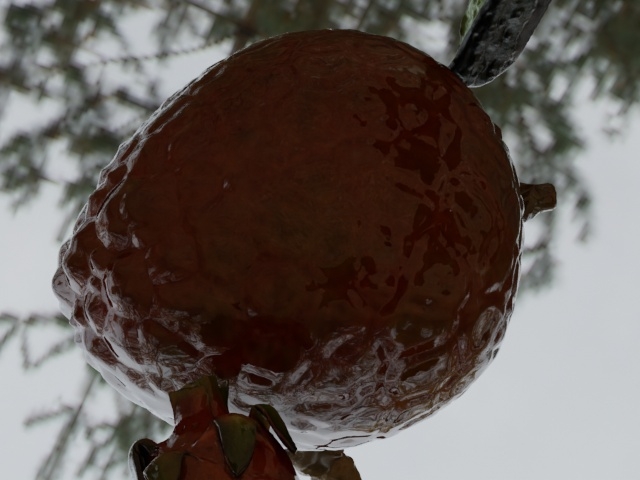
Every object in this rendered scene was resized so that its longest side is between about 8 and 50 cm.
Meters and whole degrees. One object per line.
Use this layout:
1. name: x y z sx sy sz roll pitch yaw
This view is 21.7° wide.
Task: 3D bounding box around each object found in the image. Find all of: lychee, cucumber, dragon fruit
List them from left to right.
1. dragon fruit: -0.049 0.117 0.791 0.086 0.081 0.116 -31 -125 -2
2. lychee: 0.000 0.000 0.949 0.300 0.255 0.255 -22 -122 -40
3. cucumber: 0.133 -0.186 1.008 0.046 0.220 0.070 16 -139 -17

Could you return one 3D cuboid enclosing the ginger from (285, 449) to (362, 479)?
1. ginger: -0.019 0.184 1.526 0.149 0.258 0.065 4 -155 -14
